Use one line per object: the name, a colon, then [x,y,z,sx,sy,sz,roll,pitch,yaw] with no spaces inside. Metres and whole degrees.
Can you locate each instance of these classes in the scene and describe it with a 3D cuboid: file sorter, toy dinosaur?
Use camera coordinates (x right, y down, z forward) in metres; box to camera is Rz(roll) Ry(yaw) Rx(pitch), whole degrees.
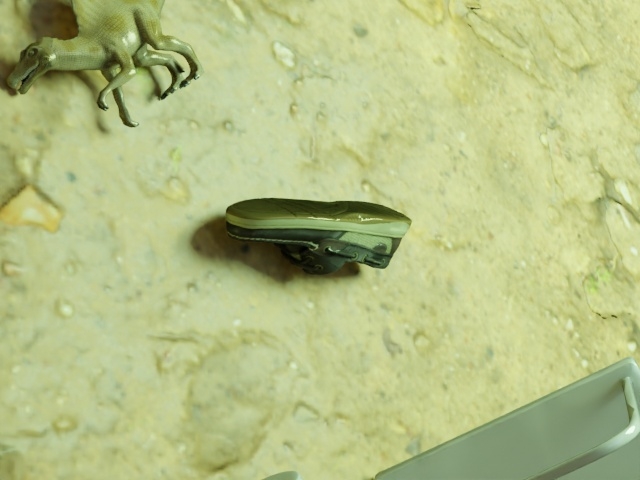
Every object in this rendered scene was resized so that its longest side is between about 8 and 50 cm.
file sorter: [0.168,0.249,0.801,0.278,0.192,0.173,63,12,-1]
toy dinosaur: [-0.115,-0.134,0.835,0.093,0.053,0.183,52,46,-14]

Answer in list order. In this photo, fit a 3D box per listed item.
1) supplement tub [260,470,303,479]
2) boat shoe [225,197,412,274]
supplement tub: [-0.016,0.199,0.783,0.071,0.071,0.107,-34,98,-46]
boat shoe: [0.000,0.000,0.892,0.152,0.056,0.049,2,105,-39]
